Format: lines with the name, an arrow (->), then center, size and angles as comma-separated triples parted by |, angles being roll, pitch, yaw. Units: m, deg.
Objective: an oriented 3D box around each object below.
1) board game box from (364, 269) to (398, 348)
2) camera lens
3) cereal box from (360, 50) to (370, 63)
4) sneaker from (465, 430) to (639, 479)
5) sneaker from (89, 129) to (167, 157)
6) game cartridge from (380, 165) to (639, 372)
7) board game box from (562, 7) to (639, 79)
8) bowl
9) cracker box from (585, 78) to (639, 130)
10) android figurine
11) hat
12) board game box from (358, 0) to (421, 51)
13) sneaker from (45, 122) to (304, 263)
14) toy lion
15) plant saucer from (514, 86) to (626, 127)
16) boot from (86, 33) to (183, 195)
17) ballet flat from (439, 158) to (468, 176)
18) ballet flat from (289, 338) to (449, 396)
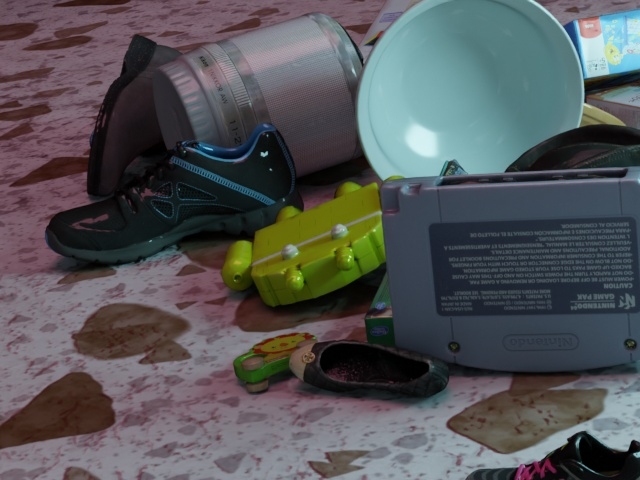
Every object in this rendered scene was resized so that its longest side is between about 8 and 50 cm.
board game box -> 0.183, 0.038, 1.744 | 0.213, 0.046, 0.317 | -2, 21, 15
camera lens -> -0.075, -0.189, 2.200 | 0.274, 0.219, 0.219 | -19, 22, -16
cereal box -> 0.058, -0.214, 2.379 | 0.240, 0.047, 0.173 | 12, 58, 41
sneaker -> 0.198, 0.191, 1.275 | 0.170, 0.075, 0.063 | -1, 21, 21
sneaker -> -0.290, -0.163, 2.465 | 0.162, 0.063, 0.073 | -6, 23, 7
game cartridge -> 0.213, 0.031, 1.526 | 0.297, 0.198, 0.062 | -2, 21, 16
board game box -> 0.487, -0.289, 2.318 | 0.302, 0.086, 0.308 | -11, 0, -5
bowl -> 0.176, -0.191, 1.994 | 0.298, 0.298, 0.134 | -11, 22, -7
cracker box -> 0.504, -0.174, 2.160 | 0.155, 0.067, 0.232 | -19, 23, -30
android figurine -> 0.000, 0.000, 1.851 | 0.248, 0.056, 0.273 | -22, 16, 8
hat -> 0.297, -0.049, 1.664 | 0.331, 0.134, 0.331 | -10, 20, 4
board game box -> 0.186, -0.330, 2.520 | 0.242, 0.064, 0.316 | -2, 43, 35
sneaker -> -0.198, -0.064, 2.042 | 0.341, 0.140, 0.125 | -13, 23, -8
toy lion -> -0.047, 0.121, 1.637 | 0.100, 0.034, 0.096 | -17, 14, -20
plant saucer -> 0.320, -0.163, 2.130 | 0.200, 0.037, 0.200 | 18, -4, 1
boot -> -0.219, -0.178, 2.377 | 0.222, 0.118, 0.338 | 18, 49, -3
ballet flat -> 0.156, -0.042, 1.839 | 0.070, 0.070, 0.188 | -2, 22, 17
ballet flat -> 0.046, 0.121, 1.546 | 0.173, 0.049, 0.057 | 3, 63, 25
